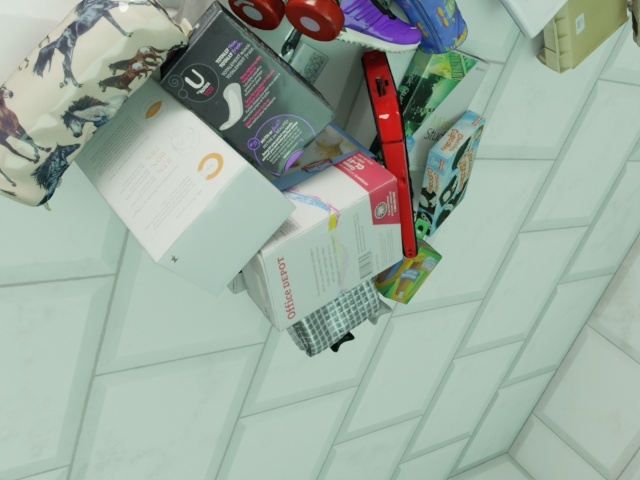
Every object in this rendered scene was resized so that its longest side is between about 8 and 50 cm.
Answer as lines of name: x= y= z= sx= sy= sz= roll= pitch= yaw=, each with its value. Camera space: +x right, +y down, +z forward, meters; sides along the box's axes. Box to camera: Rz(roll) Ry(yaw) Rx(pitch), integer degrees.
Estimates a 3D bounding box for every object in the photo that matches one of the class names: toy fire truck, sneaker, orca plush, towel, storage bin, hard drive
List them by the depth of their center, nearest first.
toy fire truck: x=-0.059 y=-0.476 z=1.197 sx=0.169 sy=0.302 sz=0.254 roll=-64 pitch=149 yaw=-12
orca plush: x=-0.111 y=-0.385 z=1.419 sx=0.151 sy=0.102 sz=0.287 roll=24 pitch=105 yaw=-5
sneaker: x=0.090 y=-0.467 z=1.467 sx=0.293 sy=0.102 sz=0.146 roll=4 pitch=115 yaw=-29
hard drive: x=0.464 y=-0.648 z=1.665 sx=0.210 sy=0.040 sz=0.318 roll=-48 pitch=123 yaw=1
towel: x=0.005 y=0.110 z=1.777 sx=0.235 sy=0.121 sz=0.284 roll=-33 pitch=118 yaw=-20
storage bin: x=0.666 y=-0.615 z=1.912 sx=0.260 sy=0.123 sz=0.262 roll=-41 pitch=143 yaw=-7

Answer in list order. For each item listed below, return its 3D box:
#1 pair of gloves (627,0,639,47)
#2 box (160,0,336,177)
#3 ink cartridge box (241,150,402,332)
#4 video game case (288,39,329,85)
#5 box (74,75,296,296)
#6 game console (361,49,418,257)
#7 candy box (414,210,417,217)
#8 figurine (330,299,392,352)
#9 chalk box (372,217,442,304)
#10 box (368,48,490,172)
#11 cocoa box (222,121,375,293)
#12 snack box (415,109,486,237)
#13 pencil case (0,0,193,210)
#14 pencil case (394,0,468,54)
pair of gloves: x=0.836 y=-0.654 z=1.964 sx=0.042 sy=0.240 sz=0.204 roll=-13 pitch=145 yaw=15
box: x=-0.131 y=-0.268 z=1.311 sx=0.270 sy=0.143 sz=0.165 roll=38 pitch=102 yaw=-26
ink cartridge box: x=0.000 y=0.000 z=1.420 sx=0.306 sy=0.131 sz=0.226 roll=-28 pitch=137 yaw=-19
video game case: x=-0.048 y=-0.330 z=1.509 sx=0.143 sy=0.019 sz=0.157 roll=-57 pitch=165 yaw=13
box: x=-0.245 y=-0.102 z=1.299 sx=0.215 sy=0.345 sz=0.168 roll=-48 pitch=143 yaw=1
game console: x=0.155 y=-0.199 z=1.569 sx=0.060 sy=0.386 sz=0.342 roll=-12 pitch=123 yaw=7
candy box: x=0.134 y=-0.024 z=1.962 sx=0.233 sy=0.071 sz=0.159 roll=-3 pitch=124 yaw=-43
figurine: x=0.056 y=0.178 z=1.953 sx=0.215 sy=0.209 sz=0.092 roll=-32 pitch=140 yaw=-20
chalk box: x=0.219 y=0.040 z=1.933 sx=0.132 sy=0.132 sz=0.213 roll=20 pitch=109 yaw=-52
box: x=0.271 y=-0.326 z=1.838 sx=0.232 sy=0.058 sz=0.322 roll=2 pitch=121 yaw=-45
cocoa box: x=-0.091 y=-0.092 z=1.550 sx=0.347 sy=0.231 sz=0.228 roll=-23 pitch=136 yaw=-27
snack box: x=0.341 y=-0.173 z=1.961 sx=0.187 sy=0.060 sz=0.322 roll=-46 pitch=156 yaw=-28
pencil case: x=-0.388 y=-0.244 z=1.188 sx=0.410 sy=0.160 sz=0.183 roll=-48 pitch=152 yaw=1
pencil case: x=0.213 y=-0.515 z=1.553 sx=0.306 sy=0.119 sz=0.133 roll=40 pitch=51 yaw=-53
